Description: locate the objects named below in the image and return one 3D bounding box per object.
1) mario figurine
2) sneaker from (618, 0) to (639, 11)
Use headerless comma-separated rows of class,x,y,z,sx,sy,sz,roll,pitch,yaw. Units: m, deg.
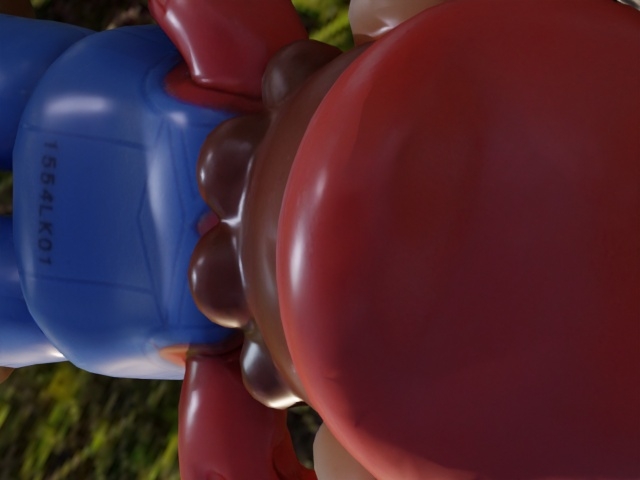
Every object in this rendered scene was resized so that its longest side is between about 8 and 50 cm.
mario figurine,0.000,0.000,0.514,0.320,0.170,0.198,10,134,43
sneaker,0.134,-0.146,0.761,0.286,0.109,0.130,-2,161,-9
